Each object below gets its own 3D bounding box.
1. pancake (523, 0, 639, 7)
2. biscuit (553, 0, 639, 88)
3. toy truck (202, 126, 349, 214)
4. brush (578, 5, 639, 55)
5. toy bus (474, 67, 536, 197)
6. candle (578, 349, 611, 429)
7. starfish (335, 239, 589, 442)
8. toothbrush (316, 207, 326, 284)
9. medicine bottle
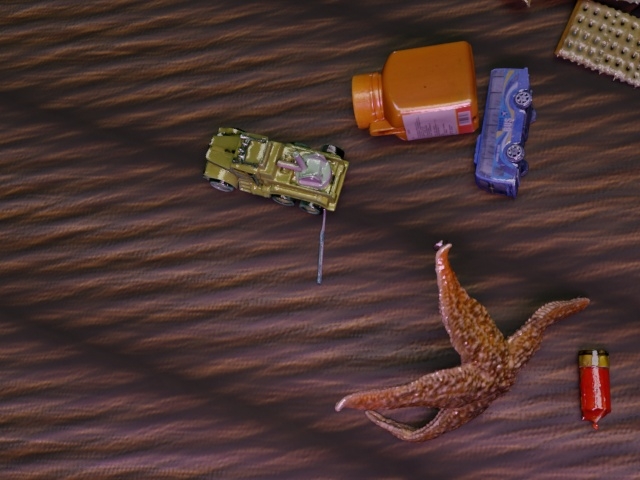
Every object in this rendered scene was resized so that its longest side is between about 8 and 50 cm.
[{"bbox_3d":[0.543,-0.571,1.483,0.427,0.067,0.304,6,65,7],"label":"pancake"},{"bbox_3d":[0.575,-0.365,1.451,0.232,0.016,0.139,25,80,6],"label":"biscuit"},{"bbox_3d":[-0.090,-0.146,1.404,0.260,0.135,0.128,14,77,16],"label":"toy truck"},{"bbox_3d":[0.567,-0.412,1.477,0.193,0.016,0.062,-28,76,-2],"label":"brush"},{"bbox_3d":[0.340,-0.199,1.411,0.094,0.079,0.236,5,73,24],"label":"toy bus"},{"bbox_3d":[0.456,0.248,1.276,0.052,0.052,0.130,1,75,6],"label":"candle"},{"bbox_3d":[0.221,0.183,1.222,0.398,0.384,0.132,-46,40,13],"label":"starfish"},{"bbox_3d":[0.000,0.000,1.417,0.014,0.011,0.167,0,73,12],"label":"toothbrush"},{"bbox_3d":[0.176,-0.270,1.418,0.222,0.112,0.149,-6,66,12],"label":"medicine bottle"}]
